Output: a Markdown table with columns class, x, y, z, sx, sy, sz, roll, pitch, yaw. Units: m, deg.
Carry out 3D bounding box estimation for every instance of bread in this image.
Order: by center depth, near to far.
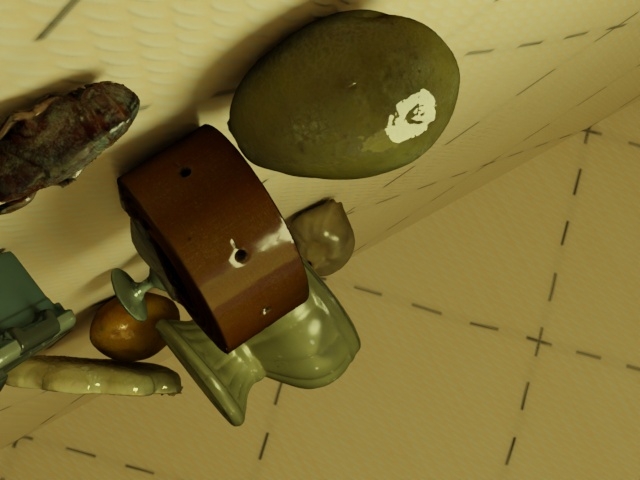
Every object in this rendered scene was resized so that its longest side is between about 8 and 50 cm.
| class | x | y | z | sx | sy | sz | roll | pitch | yaw |
| --- | --- | --- | --- | --- | --- | --- | --- | --- | --- |
| bread | -0.386 | 0.230 | 1.840 | 0.316 | 0.054 | 0.316 | 4 | 177 | 0 |

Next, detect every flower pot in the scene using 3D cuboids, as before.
| class | x | y | z | sx | sy | sz | roll | pitch | yaw |
| --- | --- | --- | --- | --- | --- | --- | --- | --- | --- |
| flower pot | -0.112 | 0.143 | 1.744 | 0.244 | 0.307 | 0.307 | -40 | 176 | -13 |

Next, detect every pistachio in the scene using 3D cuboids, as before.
| class | x | y | z | sx | sy | sz | roll | pitch | yaw |
| --- | --- | --- | --- | --- | --- | --- | --- | --- | --- |
| pistachio | 0.000 | 0.000 | 2.013 | 0.223 | 0.126 | 0.152 | 122 | -7 | -77 |

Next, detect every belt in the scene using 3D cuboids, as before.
| class | x | y | z | sx | sy | sz | roll | pitch | yaw |
| --- | --- | --- | --- | --- | --- | --- | --- | --- | --- |
| belt | -0.120 | 0.006 | 1.159 | 0.122 | 0.217 | 0.338 | -34 | 171 | -11 |

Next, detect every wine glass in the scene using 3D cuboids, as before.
| class | x | y | z | sx | sy | sz | roll | pitch | yaw |
| --- | --- | --- | --- | --- | --- | --- | --- | --- | --- |
| wine glass | -0.193 | 0.031 | 1.547 | 0.202 | 0.093 | 0.093 | -28 | 174 | 12 |

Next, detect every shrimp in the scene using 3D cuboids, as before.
| class | x | y | z | sx | sy | sz | roll | pitch | yaw |
| --- | --- | --- | --- | --- | --- | --- | --- | --- | --- |
| shrimp | -0.224 | -0.064 | 0.823 | 0.190 | 0.075 | 0.073 | -36 | -155 | 1 |

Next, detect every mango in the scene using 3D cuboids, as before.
| class | x | y | z | sx | sy | sz | roll | pitch | yaw |
| --- | --- | --- | --- | --- | --- | --- | --- | --- | --- |
| mango | -0.318 | 0.146 | 1.810 | 0.147 | 0.109 | 0.227 | -26 | 172 | 13 |

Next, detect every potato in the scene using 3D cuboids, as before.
| class | x | y | z | sx | sy | sz | roll | pitch | yaw |
| --- | --- | --- | --- | --- | --- | --- | --- | --- | --- |
| potato | 0.018 | -0.128 | 1.004 | 0.178 | 0.160 | 0.235 | 29 | 148 | -37 |

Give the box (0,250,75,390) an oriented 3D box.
| class | x | y | z | sx | sy | sz | roll | pitch | yaw |
| --- | --- | --- | --- | --- | --- | --- | --- | --- | --- |
| box | -0.388 | 0.118 | 1.146 | 0.227 | 0.130 | 0.162 | -32 | -178 | 27 |
